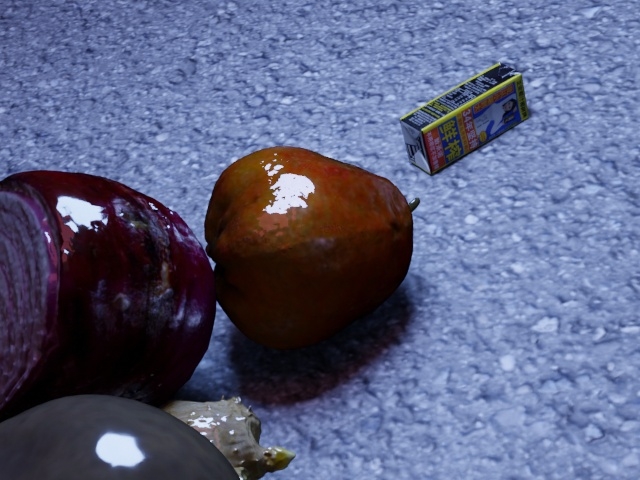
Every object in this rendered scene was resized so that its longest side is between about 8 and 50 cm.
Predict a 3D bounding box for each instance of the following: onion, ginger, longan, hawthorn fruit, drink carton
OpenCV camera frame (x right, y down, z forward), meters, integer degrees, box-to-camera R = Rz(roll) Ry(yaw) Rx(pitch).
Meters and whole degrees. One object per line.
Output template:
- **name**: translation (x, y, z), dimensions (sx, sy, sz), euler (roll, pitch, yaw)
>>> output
- **onion**: translation (-0.257, 0.077, 1.589), dimensions (0.260, 0.337, 0.282), euler (7, 48, -42)
- **ginger**: translation (-0.131, 0.224, 1.479), dimensions (0.216, 0.102, 0.157), euler (-10, 42, 9)
- **longan**: translation (-0.199, 0.273, 1.289), dimensions (0.297, 0.297, 0.297), euler (-11, 35, 8)
- **hawthorn fruit**: translation (0.000, 0.000, 1.646), dimensions (0.261, 0.224, 0.224), euler (-12, 33, -15)
- **drink carton**: translation (0.184, -0.157, 1.900), dimensions (0.165, 0.071, 0.056), euler (-30, 40, -21)
